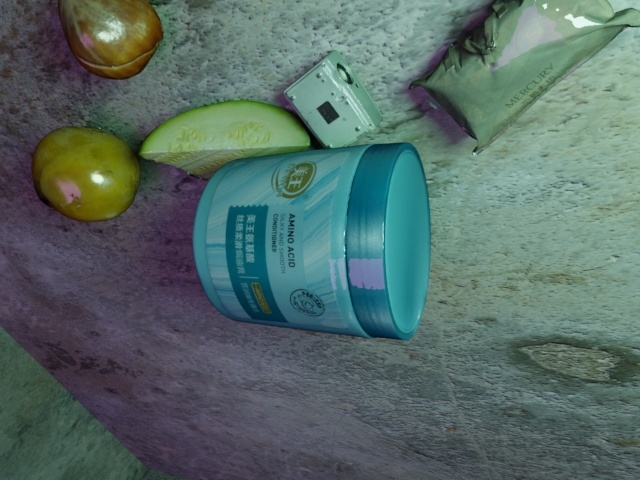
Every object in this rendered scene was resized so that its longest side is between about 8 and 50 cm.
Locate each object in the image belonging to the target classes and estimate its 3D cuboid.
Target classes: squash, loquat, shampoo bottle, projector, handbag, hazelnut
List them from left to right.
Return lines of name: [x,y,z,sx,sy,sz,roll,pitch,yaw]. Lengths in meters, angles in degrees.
loquat: [-0.545,-0.154,1.041,0.235,0.235,0.234,14,132,17]
hazelnut: [-0.379,-0.389,0.807,0.182,0.182,0.182,14,132,17]
squash: [-0.191,-0.220,0.872,0.289,0.111,0.203,-13,160,39]
shampoo bottle: [0.000,0.000,0.810,0.343,0.331,0.331,1,127,26]
projector: [0.022,-0.241,0.791,0.115,0.061,0.147,-25,113,38]
handbag: [0.260,-0.260,0.618,0.182,0.117,0.270,45,135,-1]
